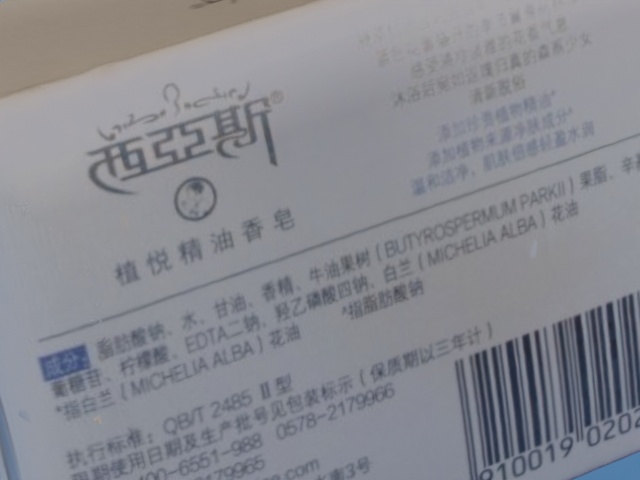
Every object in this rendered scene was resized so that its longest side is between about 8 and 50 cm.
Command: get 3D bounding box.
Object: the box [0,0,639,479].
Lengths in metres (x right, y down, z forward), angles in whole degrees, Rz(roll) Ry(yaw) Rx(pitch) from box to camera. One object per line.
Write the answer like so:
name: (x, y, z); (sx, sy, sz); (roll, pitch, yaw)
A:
box: (-0.001, -0.001, 0.668); (0.274, 0.203, 0.116); (-20, -155, -19)
